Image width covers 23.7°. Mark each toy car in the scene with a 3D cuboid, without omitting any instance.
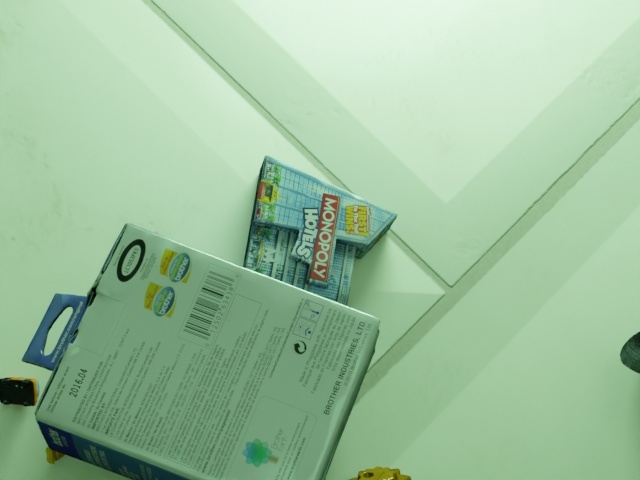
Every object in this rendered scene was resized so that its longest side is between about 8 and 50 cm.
[{"bbox_3d":[-0.363,0.224,1.920,0.040,0.060,0.122,-19,90,-63],"label":"toy car"}]

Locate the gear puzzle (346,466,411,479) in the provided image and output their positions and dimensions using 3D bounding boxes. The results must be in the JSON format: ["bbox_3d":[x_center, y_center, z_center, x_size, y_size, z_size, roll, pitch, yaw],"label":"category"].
[{"bbox_3d":[-0.042,0.331,1.873,0.339,0.175,0.044,-11,112,-16],"label":"gear puzzle"}]

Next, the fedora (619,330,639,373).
[{"bbox_3d":[0.570,0.199,2.029,0.334,0.334,0.152,-8,101,-15],"label":"fedora"}]

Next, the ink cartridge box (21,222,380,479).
[{"bbox_3d":[-0.158,0.158,1.807,0.396,0.151,0.270,21,67,5],"label":"ink cartridge box"}]

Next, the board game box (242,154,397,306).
[{"bbox_3d":[0.000,0.000,2.062,0.194,0.060,0.194,11,67,-7],"label":"board game box"}]
